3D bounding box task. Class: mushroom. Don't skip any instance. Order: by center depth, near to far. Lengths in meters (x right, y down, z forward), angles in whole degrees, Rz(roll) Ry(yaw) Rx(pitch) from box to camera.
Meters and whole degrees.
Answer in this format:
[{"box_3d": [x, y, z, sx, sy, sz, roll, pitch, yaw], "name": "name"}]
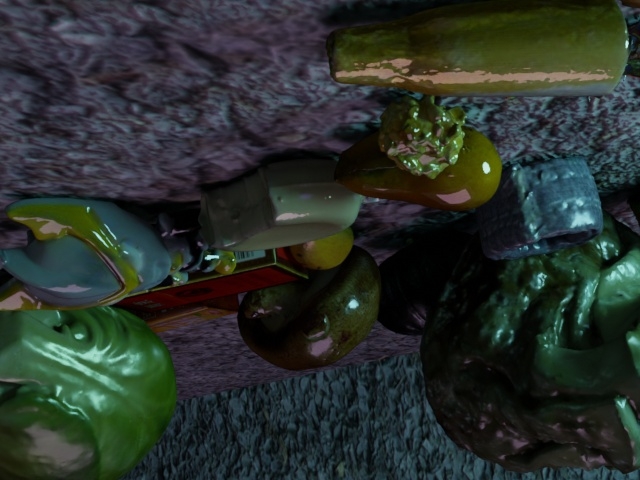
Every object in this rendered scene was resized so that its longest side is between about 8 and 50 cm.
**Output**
[{"box_3d": [-0.004, 0.098, 1.545, 0.194, 0.138, 0.231, -28, -162, -27], "name": "mushroom"}]

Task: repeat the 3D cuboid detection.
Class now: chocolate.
[{"box_3d": [0.112, -0.142, 0.818, 0.219, 0.086, 0.085, -3, 167, -12], "name": "chocolate"}]

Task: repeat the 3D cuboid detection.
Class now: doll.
[{"box_3d": [-0.227, 0.017, 1.234, 0.316, 0.103, 0.145, -7, 165, -39], "name": "doll"}]

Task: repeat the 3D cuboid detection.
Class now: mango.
[{"box_3d": [0.097, -0.077, 1.093, 0.159, 0.084, 0.105, 10, -174, 5], "name": "mango"}, {"box_3d": [0.000, 0.000, 1.402, 0.079, 0.057, 0.114, -38, 157, 6], "name": "mango"}]

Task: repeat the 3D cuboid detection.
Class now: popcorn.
[{"box_3d": [0.093, -0.096, 1.006, 0.083, 0.057, 0.082, -23, 127, 5], "name": "popcorn"}]

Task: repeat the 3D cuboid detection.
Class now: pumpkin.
[{"box_3d": [0.160, 0.059, 1.631, 0.202, 0.140, 0.202, -23, 171, -4], "name": "pumpkin"}]

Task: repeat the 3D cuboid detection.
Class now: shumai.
[{"box_3d": [0.351, 0.150, 1.450, 0.395, 0.395, 0.348, -4, -167, -23], "name": "shumai"}]

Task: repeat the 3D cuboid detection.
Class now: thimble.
[{"box_3d": [0.262, -0.037, 1.353, 0.150, 0.098, 0.150, -10, 169, -2], "name": "thimble"}]

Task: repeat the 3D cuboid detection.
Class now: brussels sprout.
[{"box_3d": [-0.367, 0.183, 1.457, 0.289, 0.281, 0.355, 25, 165, 33], "name": "brussels sprout"}]

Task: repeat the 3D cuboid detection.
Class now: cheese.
[{"box_3d": [0.002, -0.040, 1.207, 0.248, 0.071, 0.163, -4, 167, -26], "name": "cheese"}]

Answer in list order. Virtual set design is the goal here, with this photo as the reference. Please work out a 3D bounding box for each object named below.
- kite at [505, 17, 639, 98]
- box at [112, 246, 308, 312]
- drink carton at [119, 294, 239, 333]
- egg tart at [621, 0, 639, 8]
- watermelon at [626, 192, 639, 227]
[{"box_3d": [0.229, -0.155, 0.981, 0.241, 0.014, 0.183, -3, 168, -32], "name": "kite"}, {"box_3d": [-0.151, 0.035, 1.438, 0.239, 0.074, 0.153, -12, 172, 13], "name": "box"}, {"box_3d": [-0.239, 0.095, 1.657, 0.222, 0.071, 0.096, -16, 166, 25], "name": "drink carton"}, {"box_3d": [0.354, -0.182, 0.549, 0.443, 0.178, 0.443, -9, 166, -2], "name": "egg tart"}, {"box_3d": [0.498, -0.014, 1.564, 0.123, 0.129, 0.301, -10, 174, 13], "name": "watermelon"}]
